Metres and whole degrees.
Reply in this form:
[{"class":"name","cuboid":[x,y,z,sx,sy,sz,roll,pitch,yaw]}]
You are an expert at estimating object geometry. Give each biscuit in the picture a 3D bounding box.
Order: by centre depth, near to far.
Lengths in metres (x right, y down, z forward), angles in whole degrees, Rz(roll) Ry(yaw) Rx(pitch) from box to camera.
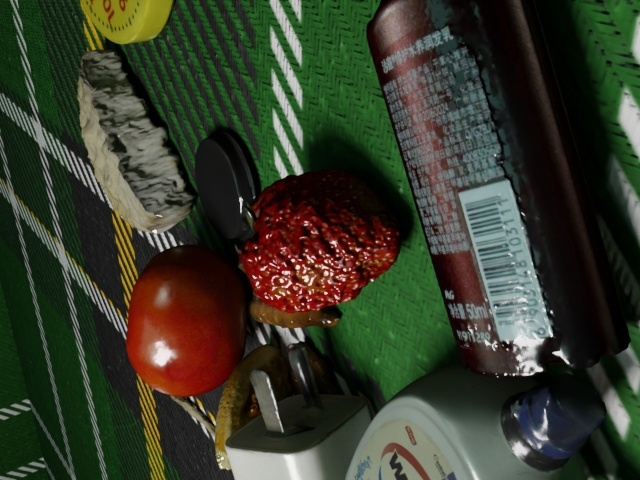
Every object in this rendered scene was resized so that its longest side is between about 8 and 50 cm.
[{"class":"biscuit","cuboid":[-0.010,0.161,0.845,0.082,0.016,0.092,53,146,19]},{"class":"biscuit","cuboid":[-0.280,-0.115,1.048,0.281,0.084,0.179,58,146,19]}]

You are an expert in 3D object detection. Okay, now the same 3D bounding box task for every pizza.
[{"class":"pizza","cuboid":[-0.062,0.202,0.861,0.046,0.175,0.134,-17,132,30]}]

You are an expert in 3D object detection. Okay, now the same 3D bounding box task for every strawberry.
[{"class":"strawberry","cuboid":[0.000,-0.001,0.668,0.131,0.148,0.131,-10,-90,-81]}]

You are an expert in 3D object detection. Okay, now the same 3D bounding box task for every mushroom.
[{"class":"mushroom","cuboid":[-0.187,0.295,1.188,0.286,0.025,0.028,16,103,55]}]

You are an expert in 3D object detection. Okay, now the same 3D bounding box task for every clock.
[{"class":"clock","cuboid":[-0.265,-0.382,0.893,0.293,0.071,0.277,-28,83,59]}]

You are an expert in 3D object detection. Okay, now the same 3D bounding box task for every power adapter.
[{"class":"power adapter","cuboid":[-0.018,0.214,0.762,0.125,0.130,0.205,-8,100,40]}]

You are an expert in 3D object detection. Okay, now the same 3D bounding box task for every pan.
[{"class":"pan","cuboid":[-0.086,-0.034,0.846,0.235,0.028,0.136,46,141,35]}]

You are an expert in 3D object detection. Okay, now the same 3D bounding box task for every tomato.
[{"class":"tomato","cuboid":[-0.157,0.097,0.900,0.195,0.136,0.195,-176,90,-89]}]

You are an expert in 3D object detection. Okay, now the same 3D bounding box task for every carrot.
[{"class":"carrot","cuboid":[-0.033,0.082,0.823,0.165,0.035,0.036,4,110,54]}]

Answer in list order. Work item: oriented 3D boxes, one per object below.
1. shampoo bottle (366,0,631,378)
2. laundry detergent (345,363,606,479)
[{"class":"shampoo bottle","cuboid":[0.102,-0.076,0.485,0.129,0.084,0.323,-15,92,56]},{"class":"laundry detergent","cuboid":[0.134,0.196,0.562,0.215,0.105,0.280,57,144,21]}]
